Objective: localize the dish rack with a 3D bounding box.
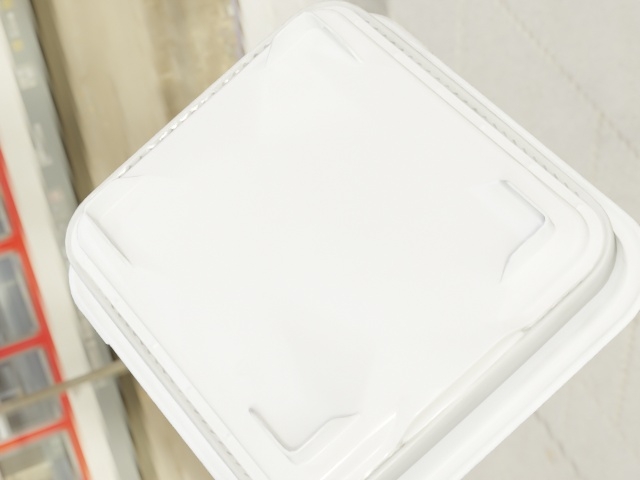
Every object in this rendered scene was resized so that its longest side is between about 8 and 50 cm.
[{"bbox_3d":[0.000,0.000,0.904,0.333,0.285,0.072,45,175,37],"label":"dish rack"}]
